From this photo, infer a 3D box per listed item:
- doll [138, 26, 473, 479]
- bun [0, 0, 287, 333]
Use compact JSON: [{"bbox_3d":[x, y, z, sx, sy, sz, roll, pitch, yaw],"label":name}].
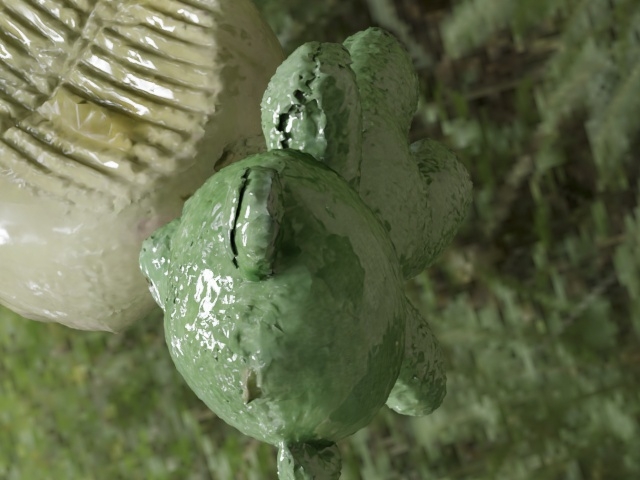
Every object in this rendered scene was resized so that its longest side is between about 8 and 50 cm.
[{"bbox_3d":[0.000,0.000,0.508,0.150,0.078,0.115,-52,-47,-55],"label":"doll"},{"bbox_3d":[-0.091,-0.042,0.830,0.193,0.178,0.128,32,162,37],"label":"bun"}]
